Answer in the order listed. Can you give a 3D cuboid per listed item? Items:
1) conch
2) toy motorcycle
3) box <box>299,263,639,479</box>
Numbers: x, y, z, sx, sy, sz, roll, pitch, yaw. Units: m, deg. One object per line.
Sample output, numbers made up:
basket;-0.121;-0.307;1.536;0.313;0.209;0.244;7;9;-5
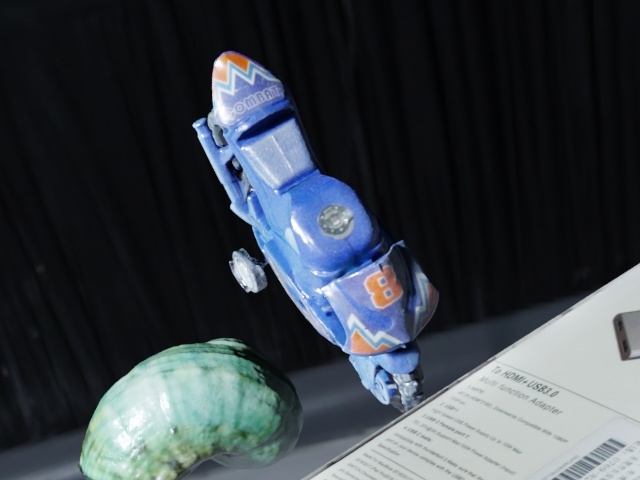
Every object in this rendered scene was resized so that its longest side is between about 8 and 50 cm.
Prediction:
conch;-0.106;0.150;1.412;0.175;0.122;0.188;-20;-9;31
toy motorcycle;0.000;0.000;0.862;0.076;0.114;0.205;-30;78;-16
box;0.119;0.058;0.582;0.247;0.033;0.129;-30;23;-19
